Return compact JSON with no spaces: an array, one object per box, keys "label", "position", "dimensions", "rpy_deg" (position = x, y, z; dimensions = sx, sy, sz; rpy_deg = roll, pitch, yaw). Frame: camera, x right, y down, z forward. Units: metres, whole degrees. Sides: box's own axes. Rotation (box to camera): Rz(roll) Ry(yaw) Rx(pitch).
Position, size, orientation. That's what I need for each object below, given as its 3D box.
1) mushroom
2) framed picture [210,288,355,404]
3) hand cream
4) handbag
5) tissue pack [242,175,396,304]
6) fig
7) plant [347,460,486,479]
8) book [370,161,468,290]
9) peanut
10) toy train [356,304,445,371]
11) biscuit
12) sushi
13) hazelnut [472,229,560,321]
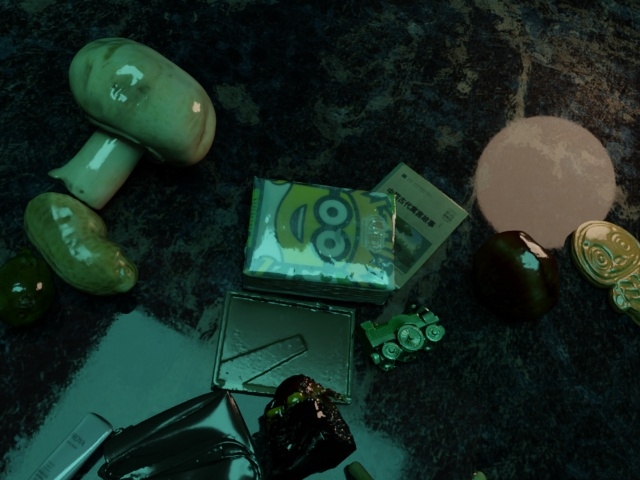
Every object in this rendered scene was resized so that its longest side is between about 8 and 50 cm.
[{"label":"mushroom","position":[-0.397,-0.227,1.215],"dimensions":[0.314,0.314,0.336],"rpy_deg":[35,82,6]},{"label":"framed picture","position":[-0.067,0.212,1.192],"dimensions":[0.280,0.019,0.209],"rpy_deg":[11,61,-8]},{"label":"hand cream","position":[-0.449,0.398,0.979],"dimensions":[0.079,0.048,0.255],"rpy_deg":[16,55,35]},{"label":"handbag","position":[-0.222,0.421,0.997],"dimensions":[0.256,0.113,0.286],"rpy_deg":[-18,69,-14]},{"label":"tissue pack","position":[0.000,0.000,1.247],"dimensions":[0.310,0.128,0.228],"rpy_deg":[6,65,-6]},{"label":"fig","position":[-0.544,0.070,1.101],"dimensions":[0.116,0.117,0.178],"rpy_deg":[2,45,-13]},{"label":"plant","position":[0.172,0.480,0.974],"dimensions":[0.305,0.261,0.297],"rpy_deg":[-13,66,-32]},{"label":"book","position":[0.185,-0.040,1.386],"dimensions":[0.214,0.025,0.283],"rpy_deg":[40,62,10]},{"label":"peanut","position":[-0.459,0.011,1.141],"dimensions":[0.253,0.122,0.137],"rpy_deg":[49,47,10]},{"label":"toy train","position":[0.170,0.197,1.234],"dimensions":[0.178,0.071,0.105],"rpy_deg":[-19,58,-21]},{"label":"biscuit","position":[0.736,0.075,1.456],"dimensions":[0.201,0.044,0.289],"rpy_deg":[-20,67,-23]},{"label":"sushi","position":[-0.028,0.325,1.065],"dimensions":[0.172,0.153,0.150],"rpy_deg":[14,35,-52]},{"label":"hazelnut","position":[0.433,0.083,1.309],"dimensions":[0.178,0.178,0.204],"rpy_deg":[-45,111,-29]}]
